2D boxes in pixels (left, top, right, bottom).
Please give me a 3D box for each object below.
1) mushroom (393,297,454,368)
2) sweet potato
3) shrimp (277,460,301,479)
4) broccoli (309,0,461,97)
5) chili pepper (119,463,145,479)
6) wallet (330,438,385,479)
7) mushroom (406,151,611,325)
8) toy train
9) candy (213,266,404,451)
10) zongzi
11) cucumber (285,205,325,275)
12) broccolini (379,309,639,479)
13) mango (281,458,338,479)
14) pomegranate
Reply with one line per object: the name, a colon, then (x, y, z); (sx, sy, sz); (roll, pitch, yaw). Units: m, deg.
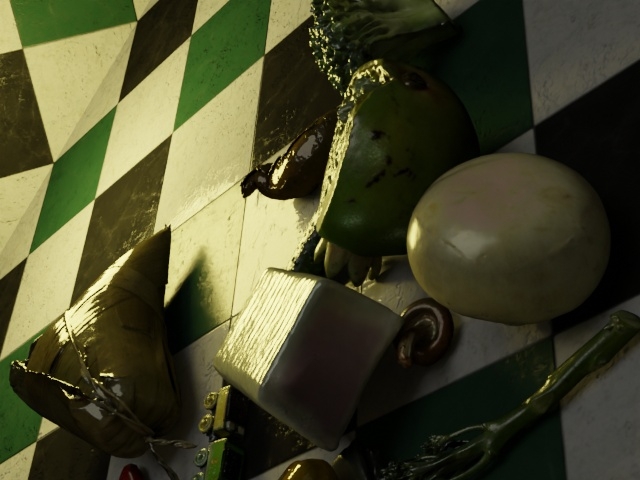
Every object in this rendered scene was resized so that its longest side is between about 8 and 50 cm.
mushroom: (0.131, 0.138, 1.457); (0.088, 0.073, 0.129); (3, 36, 25)
sweet potato: (-0.025, -0.143, 1.931); (0.310, 0.098, 0.124); (-38, 29, 27)
shrimp: (-0.074, 0.389, 1.538); (0.124, 0.034, 0.178); (-51, 9, 33)
broccoli: (0.099, -0.358, 1.814); (0.245, 0.248, 0.288); (-26, 48, 12)
chili pepper: (-0.335, 0.455, 1.904); (0.088, 0.065, 0.169); (-32, 32, 14)
wallet: (0.014, 0.400, 1.439); (0.245, 0.052, 0.169); (-52, 35, 26)
mushroom: (0.228, 0.010, 1.329); (0.246, 0.202, 0.246); (-3, 43, 3)
toy train: (-0.159, 0.328, 1.749); (0.081, 0.060, 0.202); (-24, 44, 35)
candy: (-0.031, 0.156, 1.557); (0.208, 0.145, 0.358); (-62, 15, -5)
zongzi: (-0.323, 0.163, 2.005); (0.500, 0.218, 0.467); (9, 65, 54)
cucumber: (0.000, 0.000, 1.797); (0.227, 0.069, 0.069); (-58, 30, 11)
broccolini: (0.211, 0.200, 1.286); (0.392, 0.074, 0.079); (-47, 39, 23)
mango: (-0.024, 0.375, 1.383); (0.137, 0.098, 0.195); (17, 84, 59)
pomegranate: (0.112, -0.082, 1.576); (0.310, 0.216, 0.359); (-86, 7, -54)
